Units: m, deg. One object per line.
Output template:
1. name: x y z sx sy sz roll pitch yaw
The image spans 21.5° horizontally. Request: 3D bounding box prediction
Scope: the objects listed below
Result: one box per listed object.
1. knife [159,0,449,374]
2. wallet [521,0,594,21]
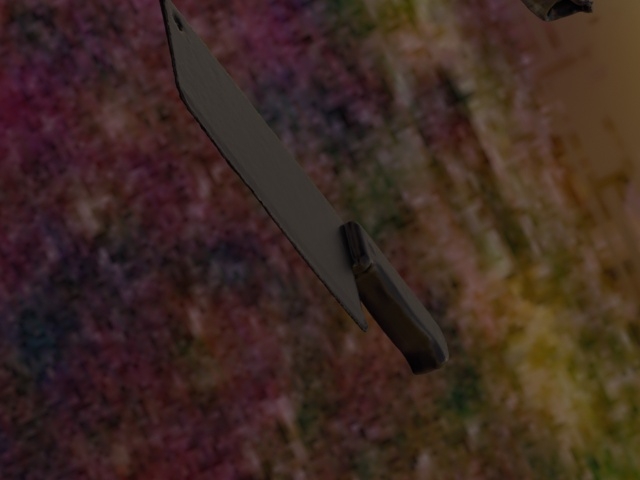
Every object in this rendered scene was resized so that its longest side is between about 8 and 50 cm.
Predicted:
1. knife: 0.000 0.000 0.694 0.245 0.019 0.072 50 19 -44
2. wallet: 0.048 -0.189 0.658 0.222 0.036 0.167 23 52 -65
